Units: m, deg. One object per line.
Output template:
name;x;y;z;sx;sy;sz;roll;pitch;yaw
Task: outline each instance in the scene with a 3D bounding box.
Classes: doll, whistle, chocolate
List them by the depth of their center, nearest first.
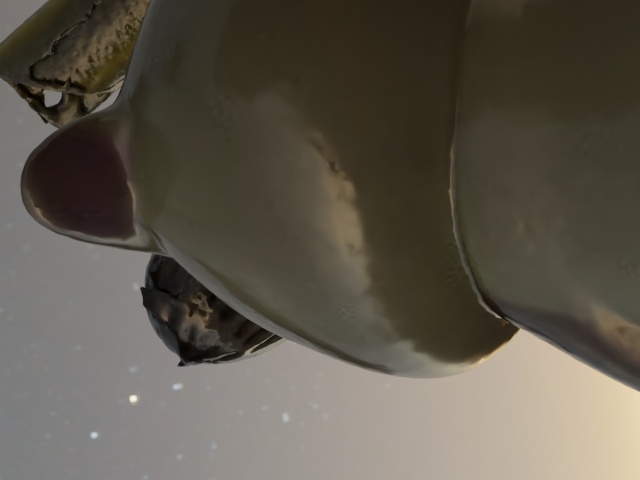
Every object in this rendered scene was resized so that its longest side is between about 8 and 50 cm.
doll;0.104;-0.043;0.465;0.226;0.370;0.215;50;-130;-52
whistle;-0.052;-0.174;0.699;0.068;0.326;0.057;44;-160;-23
chocolate;0.000;0.000;0.784;0.110;0.248;0.110;49;153;37
